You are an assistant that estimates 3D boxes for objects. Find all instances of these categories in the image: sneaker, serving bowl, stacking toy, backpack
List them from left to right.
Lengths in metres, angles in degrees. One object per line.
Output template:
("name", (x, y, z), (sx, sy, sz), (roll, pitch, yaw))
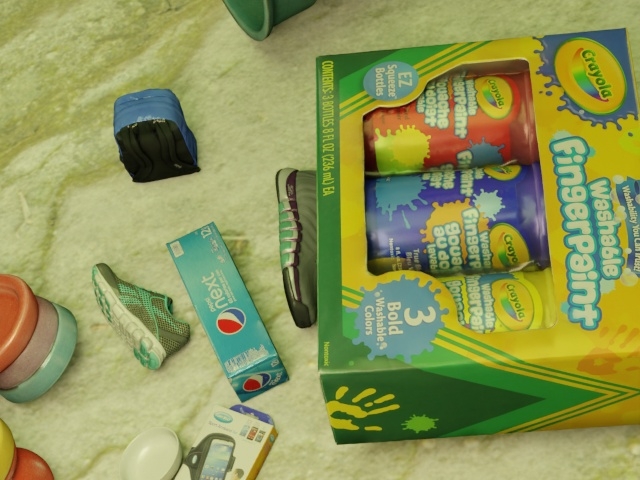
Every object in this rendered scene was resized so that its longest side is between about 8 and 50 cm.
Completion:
("stacking toy", (-0.414, 0.212, 1.909), (0.279, 0.130, 0.309), (-17, 50, 34))
("sneaker", (-0.218, 0.084, 1.948), (0.076, 0.065, 0.166), (-28, 59, -24))
("backpack", (-0.217, -0.143, 2.038), (0.098, 0.120, 0.101), (-15, 58, 4))
("serving bowl", (-0.191, 0.256, 1.841), (0.083, 0.027, 0.083), (-21, 44, 22))
("sneaker", (0.000, 0.000, 1.929), (0.098, 0.083, 0.224), (-7, 58, 3))

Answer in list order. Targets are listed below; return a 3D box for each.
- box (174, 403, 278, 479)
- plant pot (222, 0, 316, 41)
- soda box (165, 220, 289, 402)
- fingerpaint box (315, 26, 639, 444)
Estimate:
("box", (-0.108, 0.249, 1.834), (0.081, 0.028, 0.136), (17, 67, 22))
("plant pot", (0.007, -0.481, 2.088), (0.334, 0.341, 0.341), (-24, 57, -11))
("soda box", (-0.111, 0.084, 1.907), (0.067, 0.071, 0.210), (-25, 58, -2))
("fingerpaint box", (0.185, -0.014, 1.788), (0.371, 0.163, 0.445), (-4, 54, 6))
